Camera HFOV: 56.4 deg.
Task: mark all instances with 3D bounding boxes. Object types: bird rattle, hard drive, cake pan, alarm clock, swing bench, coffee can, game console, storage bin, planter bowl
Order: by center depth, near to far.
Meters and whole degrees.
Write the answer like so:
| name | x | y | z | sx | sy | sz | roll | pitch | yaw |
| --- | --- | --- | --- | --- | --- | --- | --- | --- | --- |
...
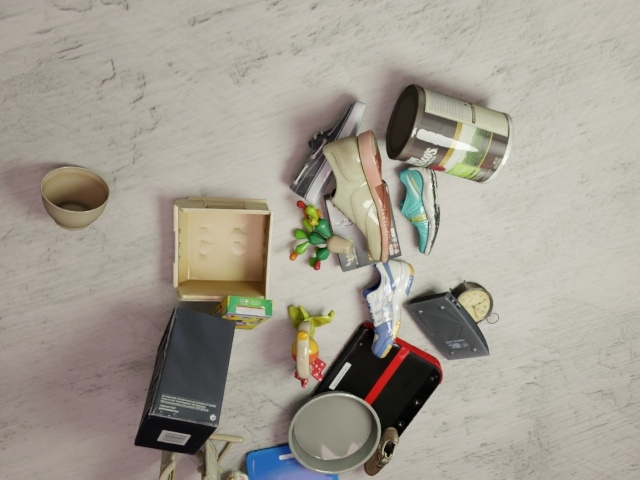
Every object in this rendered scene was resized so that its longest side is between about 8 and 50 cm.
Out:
| name | x | y | z | sx | sy | sz | roll | pitch | yaw |
| --- | --- | --- | --- | --- | --- | --- | --- | --- | --- |
| planter bowl | -0.632 | -0.095 | 1.531 | 0.161 | 0.162 | 0.109 | 16 | 133 | -15 |
| coffee can | 0.339 | -0.280 | 1.588 | 0.275 | 0.201 | 0.202 | 13 | 107 | -14 |
| storage bin | -0.271 | 0.022 | 1.639 | 0.260 | 0.123 | 0.263 | 1 | 110 | -10 |
| bird rattle | -0.049 | 0.321 | 1.754 | 0.142 | 0.207 | 0.254 | 10 | 100 | 6 |
| swing bench | -0.372 | 0.683 | 1.794 | 0.254 | 0.253 | 0.165 | 29 | 103 | -17 |
| hard drive | 0.393 | 0.262 | 1.830 | 0.172 | 0.054 | 0.255 | -20 | 118 | 44 |
| alarm clock | 0.482 | 0.206 | 1.864 | 0.192 | 0.064 | 0.129 | 33 | 101 | -16 |
| cake pan | 0.042 | 0.601 | 1.889 | 0.292 | 0.054 | 0.294 | -2 | 106 | -5 |
| game console | 0.175 | 0.484 | 1.927 | 0.341 | 0.060 | 0.387 | 30 | 102 | -13 |
| game console | -0.091 | 0.805 | 2.008 | 0.292 | 0.173 | 0.250 | -8 | 80 | -7 |

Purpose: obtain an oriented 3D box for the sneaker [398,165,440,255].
| name | x | y | z | sx | sy | sz | roll | pitch | yaw |
| --- | --- | --- | --- | --- | --- | --- | --- | --- | --- |
| sneaker | 0.285 | -0.088 | 1.720 | 0.109 | 0.107 | 0.276 | 0 | 117 | 21 |

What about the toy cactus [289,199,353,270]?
| name | x | y | z | sx | sy | sz | roll | pitch | yaw |
| --- | --- | --- | --- | --- | --- | --- | --- | --- | --- |
| toy cactus | 0.000 | 0.000 | 1.664 | 0.180 | 0.112 | 0.219 | 15 | 120 | 23 |

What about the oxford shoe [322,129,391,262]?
| name | x | y | z | sx | sy | sz | roll | pitch | yaw |
| --- | --- | --- | --- | --- | --- | --- | --- | --- | --- |
| oxford shoe | 0.106 | -0.105 | 1.591 | 0.146 | 0.141 | 0.397 | -7 | 123 | 12 |

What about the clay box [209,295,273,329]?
| name | x | y | z | sx | sy | sz | roll | pitch | yaw |
| --- | --- | --- | --- | --- | --- | --- | --- | --- | --- |
| clay box | -0.228 | 0.208 | 1.669 | 0.127 | 0.222 | 0.053 | 8 | 67 | -22 |

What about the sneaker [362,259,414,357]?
| name | x | y | z | sx | sy | sz | roll | pitch | yaw |
| --- | --- | --- | --- | --- | --- | --- | --- | --- | --- |
| sneaker | 0.181 | 0.198 | 1.790 | 0.130 | 0.112 | 0.297 | 14 | 91 | -2 |

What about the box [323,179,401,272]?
| name | x | y | z | sx | sy | sz | roll | pitch | yaw |
| --- | --- | --- | --- | --- | --- | --- | --- | --- | --- |
| box | 0.122 | -0.042 | 1.717 | 0.182 | 0.056 | 0.231 | -15 | 111 | -4 |

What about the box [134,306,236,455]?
| name | x | y | z | sx | sy | sz | roll | pitch | yaw |
| --- | --- | --- | --- | --- | --- | --- | --- | --- | --- |
| box | -0.362 | 0.383 | 1.606 | 0.182 | 0.294 | 0.296 | 15 | 144 | -16 |

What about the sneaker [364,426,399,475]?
| name | x | y | z | sx | sy | sz | roll | pitch | yaw |
| --- | --- | --- | --- | --- | --- | --- | --- | --- | --- |
| sneaker | 0.195 | 0.694 | 1.927 | 0.066 | 0.071 | 0.189 | 20 | 104 | -12 |

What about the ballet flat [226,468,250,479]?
| name | x | y | z | sx | sy | sz | roll | pitch | yaw |
| --- | --- | --- | --- | --- | --- | --- | --- | --- | --- |
| ballet flat | -0.311 | 0.842 | 1.920 | 0.091 | 0.077 | 0.241 | 37 | 91 | -31 |

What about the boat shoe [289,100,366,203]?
| name | x | y | z | sx | sy | sz | roll | pitch | yaw |
| --- | --- | --- | --- | --- | --- | --- | --- | --- | --- |
| boat shoe | 0.015 | -0.249 | 1.604 | 0.102 | 0.108 | 0.301 | 32 | 106 | 7 |
